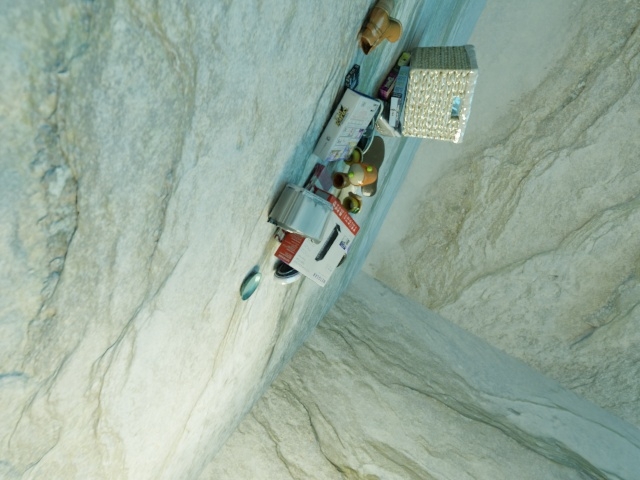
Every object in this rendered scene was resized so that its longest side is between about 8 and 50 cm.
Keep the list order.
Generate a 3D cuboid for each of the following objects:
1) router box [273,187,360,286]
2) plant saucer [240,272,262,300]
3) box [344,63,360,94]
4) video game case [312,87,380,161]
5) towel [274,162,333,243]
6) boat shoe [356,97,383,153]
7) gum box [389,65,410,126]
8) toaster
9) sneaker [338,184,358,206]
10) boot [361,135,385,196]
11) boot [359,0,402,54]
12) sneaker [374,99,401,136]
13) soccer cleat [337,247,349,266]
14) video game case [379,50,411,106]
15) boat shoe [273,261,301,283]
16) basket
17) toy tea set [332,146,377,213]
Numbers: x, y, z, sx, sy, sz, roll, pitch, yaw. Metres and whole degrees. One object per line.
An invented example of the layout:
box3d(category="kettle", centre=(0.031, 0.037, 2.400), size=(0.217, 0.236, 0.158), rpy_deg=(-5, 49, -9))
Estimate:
box3d(category="router box", centre=(0.000, 0.000, 1.638), size=(0.301, 0.082, 0.335), rpy_deg=(-58, 151, -5))
box3d(category="plant saucer", centre=(-0.256, 0.163, 1.518), size=(0.119, 0.021, 0.119), rpy_deg=(-55, 166, -22))
box3d(category="box", centre=(0.104, -0.528, 1.379), size=(0.067, 0.018, 0.083), rpy_deg=(-55, 167, -19))
box3d(category="video game case", centre=(0.097, -0.405, 1.488), size=(0.244, 0.061, 0.269), rpy_deg=(-60, 168, 22))
box3d(category="towel", centre=(-0.059, -0.123, 1.611), size=(0.328, 0.037, 0.237), rpy_deg=(-59, 167, -3))
box3d(category="boat shoe", centre=(0.175, -0.456, 1.683), size=(0.079, 0.084, 0.232), rpy_deg=(-29, 145, -50))
box3d(category="gum box", centre=(0.323, -0.590, 1.714), size=(0.156, 0.041, 0.184), rpy_deg=(81, 23, -62))
box3d(category="toaster", centre=(-0.066, -0.092, 1.374), size=(0.227, 0.129, 0.146), rpy_deg=(24, 92, -39))
box3d(category="sneaker", centre=(0.128, -0.206, 2.015), size=(0.086, 0.085, 0.237), rpy_deg=(-32, 151, -54))
box3d(category="boot", centre=(0.251, -0.377, 2.063), size=(0.115, 0.113, 0.304), rpy_deg=(-72, 170, -59))
box3d(category="boot", centre=(0.185, -0.647, 1.318), size=(0.152, 0.073, 0.197), rpy_deg=(-61, 155, -1))
box3d(category="sneaker", centre=(0.268, -0.516, 1.838), size=(0.281, 0.116, 0.105), rpy_deg=(26, 63, -60))
box3d(category="soccer cleat", centre=(0.134, 0.023, 2.499), size=(0.116, 0.109, 0.317), rpy_deg=(-47, 160, -57))
box3d(category="video game case", centre=(0.324, -0.671, 1.836), size=(0.210, 0.042, 0.232), rpy_deg=(-58, 167, -9))
box3d(category="boat shoe", centre=(-0.092, 0.071, 1.757), size=(0.301, 0.108, 0.102), rpy_deg=(-37, 137, -43))
box3d(category="basket", centre=(0.512, -0.648, 1.822), size=(0.331, 0.267, 0.328), rpy_deg=(-72, 167, -47))
box3d(category="toy tea set", centre=(0.095, -0.218, 1.717), size=(0.125, 0.200, 0.335), rpy_deg=(-9, 134, -41))
